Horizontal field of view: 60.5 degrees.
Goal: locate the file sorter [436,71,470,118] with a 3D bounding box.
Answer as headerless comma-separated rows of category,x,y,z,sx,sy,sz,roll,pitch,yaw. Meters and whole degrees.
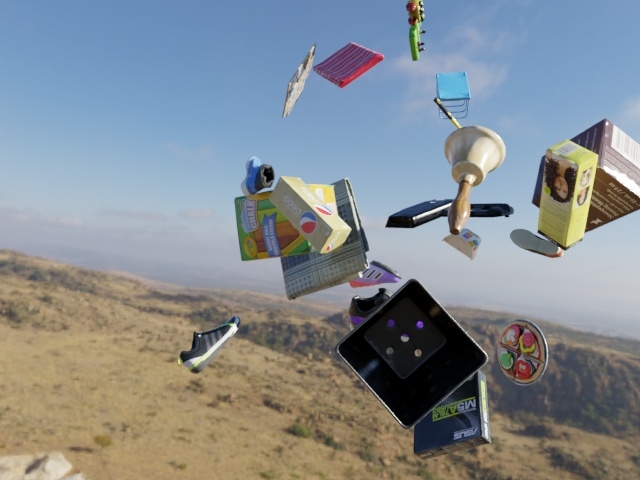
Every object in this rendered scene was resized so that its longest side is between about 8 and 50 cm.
file sorter,0.523,-0.574,2.180,0.118,0.170,0.104,-2,-41,8

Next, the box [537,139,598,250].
box,0.521,-0.092,1.169,0.058,0.232,0.087,-28,42,-14

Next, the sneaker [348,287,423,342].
sneaker,0.218,0.209,1.593,0.294,0.146,0.102,-1,28,18

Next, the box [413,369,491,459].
box,0.315,0.420,1.335,0.191,0.184,0.045,-29,-61,33

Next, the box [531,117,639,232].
box,0.661,-0.149,1.336,0.168,0.167,0.203,31,-32,-12

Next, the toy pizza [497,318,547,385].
toy pizza,0.607,0.340,1.678,0.032,0.201,0.201,6,-2,-25

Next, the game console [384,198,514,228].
game console,0.370,-0.077,1.581,0.213,0.043,0.361,-20,14,-34

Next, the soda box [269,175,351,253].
soda box,-0.024,-0.054,1.101,0.058,0.061,0.181,-3,41,-48

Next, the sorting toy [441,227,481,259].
sorting toy,0.343,-0.004,1.292,0.083,0.044,0.075,36,39,21

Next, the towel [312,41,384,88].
towel,0.099,-0.667,2.065,0.031,0.199,0.275,57,-4,-37

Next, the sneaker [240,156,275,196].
sneaker,-0.153,-0.178,1.431,0.085,0.058,0.152,-20,33,21

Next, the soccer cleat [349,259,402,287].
soccer cleat,0.170,0.134,2.035,0.109,0.116,0.318,33,-14,-38

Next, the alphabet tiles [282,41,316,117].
alphabet tiles,-0.077,-0.535,1.886,0.009,0.198,0.237,28,-23,0

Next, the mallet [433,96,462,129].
mallet,0.433,-0.391,1.812,0.190,0.062,0.039,37,-18,-18

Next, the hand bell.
hand bell,0.282,-0.101,1.075,0.126,0.242,0.126,15,-38,12

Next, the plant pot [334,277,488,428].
plant pot,0.157,0.191,1.004,0.188,0.187,0.167,48,3,3

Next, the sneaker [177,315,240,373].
sneaker,-0.338,0.297,1.671,0.097,0.234,0.084,43,-37,-2

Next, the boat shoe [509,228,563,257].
boat shoe,0.545,0.009,1.389,0.137,0.049,0.043,26,1,43

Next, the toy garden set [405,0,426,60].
toy garden set,0.305,-0.721,1.699,0.049,0.244,0.204,1,-20,16

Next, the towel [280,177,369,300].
towel,0.000,0.000,1.731,0.324,0.312,0.056,-23,-22,32

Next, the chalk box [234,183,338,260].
chalk box,-0.115,-0.044,1.503,0.289,0.180,0.179,-9,-1,29
